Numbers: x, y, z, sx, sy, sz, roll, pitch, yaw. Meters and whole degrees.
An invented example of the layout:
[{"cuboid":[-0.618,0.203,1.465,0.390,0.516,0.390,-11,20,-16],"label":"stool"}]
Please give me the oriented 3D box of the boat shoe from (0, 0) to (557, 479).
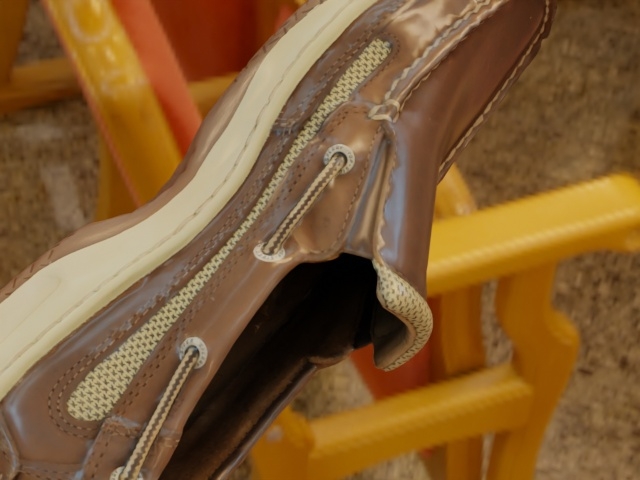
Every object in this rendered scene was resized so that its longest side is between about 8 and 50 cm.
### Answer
[{"cuboid":[0.001,0.004,0.492,0.095,0.095,0.257,36,72,27],"label":"boat shoe"}]
